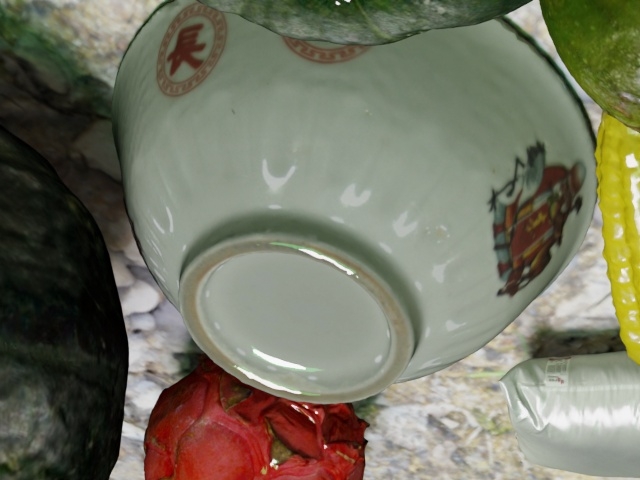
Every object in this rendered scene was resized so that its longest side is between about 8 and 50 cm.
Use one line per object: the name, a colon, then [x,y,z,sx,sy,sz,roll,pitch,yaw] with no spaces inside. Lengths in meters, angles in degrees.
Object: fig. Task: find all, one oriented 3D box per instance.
fig: [0.166,-0.134,0.749,0.156,0.123,0.123,37,136,5]

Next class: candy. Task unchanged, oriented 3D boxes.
candy: [0.216,-0.017,0.860,0.094,0.106,0.199,7,132,37]

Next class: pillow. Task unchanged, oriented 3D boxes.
pillow: [0.259,0.132,1.012,0.254,0.078,0.144,1,144,19]

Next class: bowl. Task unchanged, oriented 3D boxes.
bowl: [0.000,0.000,0.908,0.337,0.158,0.337,10,136,10]

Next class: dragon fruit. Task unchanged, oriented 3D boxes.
dragon fruit: [-0.049,0.168,1.085,0.172,0.172,0.209,39,125,-21]

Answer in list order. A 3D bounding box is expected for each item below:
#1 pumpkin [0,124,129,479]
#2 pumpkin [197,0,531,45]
pumpkin: [-0.346,0.096,0.923,0.454,0.455,0.344,-8,152,26]
pumpkin: [0.004,-0.221,0.646,0.300,0.207,0.300,14,145,10]
